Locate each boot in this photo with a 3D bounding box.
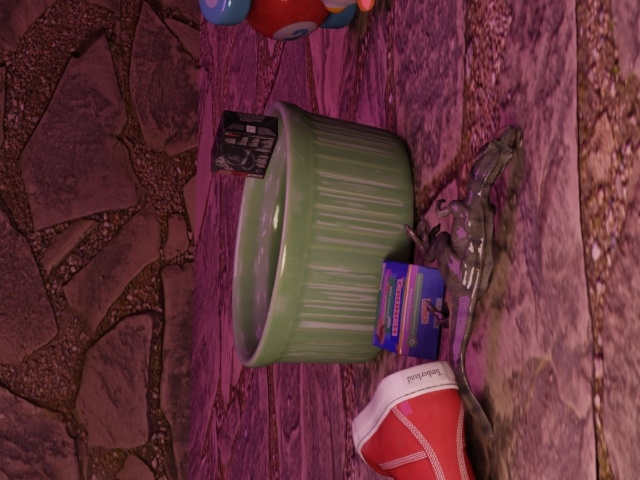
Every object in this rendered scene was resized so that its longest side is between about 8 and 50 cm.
[{"bbox_3d":[0.094,0.223,1.217,0.244,0.088,0.176,98,157,-70],"label":"boot"}]

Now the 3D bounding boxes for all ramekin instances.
[{"bbox_3d":[0.000,0.000,1.586,0.303,0.148,0.303,-173,90,-77],"label":"ramekin"}]

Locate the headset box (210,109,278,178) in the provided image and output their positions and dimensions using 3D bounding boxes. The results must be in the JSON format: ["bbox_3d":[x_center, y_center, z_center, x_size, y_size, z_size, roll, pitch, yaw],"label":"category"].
[{"bbox_3d":[-0.085,-0.102,1.530,0.083,0.062,0.032,113,160,-53],"label":"headset box"}]

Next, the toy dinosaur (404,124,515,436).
[{"bbox_3d":[0.123,0.031,1.228,0.118,0.064,0.268,-179,92,-71],"label":"toy dinosaur"}]

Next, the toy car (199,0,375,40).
[{"bbox_3d":[0.006,-0.337,1.755,0.238,0.219,0.210,31,117,45],"label":"toy car"}]

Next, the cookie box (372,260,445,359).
[{"bbox_3d":[0.088,0.068,1.399,0.107,0.040,0.091,-176,93,-77],"label":"cookie box"}]
